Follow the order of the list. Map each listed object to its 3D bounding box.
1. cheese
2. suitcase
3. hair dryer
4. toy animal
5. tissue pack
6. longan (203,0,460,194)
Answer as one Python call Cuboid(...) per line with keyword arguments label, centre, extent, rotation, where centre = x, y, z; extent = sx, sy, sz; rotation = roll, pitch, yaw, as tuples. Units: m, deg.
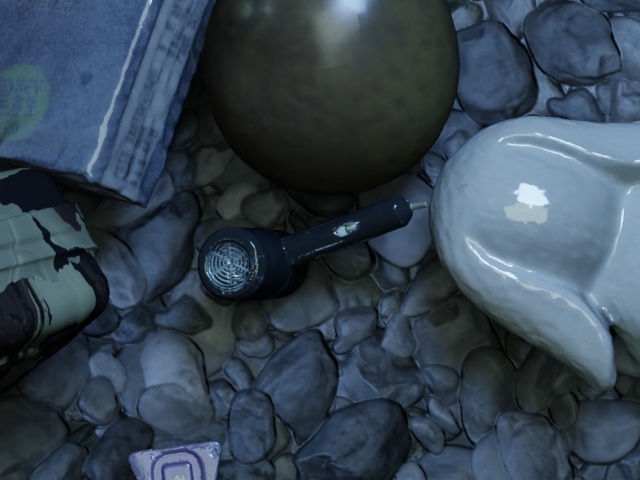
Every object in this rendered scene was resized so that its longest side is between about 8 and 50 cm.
Cuboid(label="cheese", centre=(-0.129, 0.294, 1.666), extent=(0.105, 0.042, 0.191), rotation=(-7, 80, 2))
Cuboid(label="suitcase", centre=(-0.369, 0.074, 1.580), extent=(0.351, 0.339, 0.194), rotation=(-36, 82, 32))
Cuboid(label="hair dryer", centre=(0.000, 0.000, 1.632), extent=(0.219, 0.124, 0.071), rotation=(-19, 84, 17))
Cuboid(label="toy animal", centre=(0.234, -0.014, 1.604), extent=(0.265, 0.206, 0.271), rotation=(21, 86, 4))
Cuboid(label="tissue pack", centre=(-0.237, -0.254, 1.681), extent=(0.288, 0.124, 0.394), rotation=(16, 83, 30))
Cuboid(label="longan", centre=(0.008, -0.170, 1.616), extent=(0.258, 0.258, 0.258), rotation=(-1, 81, 4))
